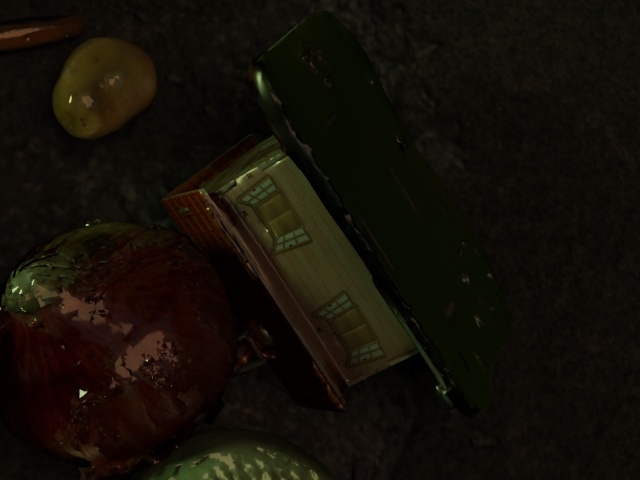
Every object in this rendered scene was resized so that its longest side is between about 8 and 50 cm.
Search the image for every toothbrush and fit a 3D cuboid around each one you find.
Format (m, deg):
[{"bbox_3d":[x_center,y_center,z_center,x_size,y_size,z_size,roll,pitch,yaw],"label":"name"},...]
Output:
[{"bbox_3d":[-0.316,-0.123,0.987,0.321,0.031,0.023,-14,119,-23],"label":"toothbrush"}]

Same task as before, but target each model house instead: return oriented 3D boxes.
[{"bbox_3d":[0.000,0.001,1.049,0.294,0.154,0.207,57,23,-11],"label":"model house"}]

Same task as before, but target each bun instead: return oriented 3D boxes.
[{"bbox_3d":[-0.066,0.225,0.969,0.195,0.118,0.195,2,84,-24],"label":"bun"}]

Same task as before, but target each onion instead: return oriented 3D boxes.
[{"bbox_3d":[-0.151,0.062,0.933,0.147,0.184,0.184,42,59,-56],"label":"onion"}]

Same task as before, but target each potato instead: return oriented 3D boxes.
[{"bbox_3d":[-0.159,-0.110,1.030,0.068,0.062,0.083,22,39,12],"label":"potato"}]
